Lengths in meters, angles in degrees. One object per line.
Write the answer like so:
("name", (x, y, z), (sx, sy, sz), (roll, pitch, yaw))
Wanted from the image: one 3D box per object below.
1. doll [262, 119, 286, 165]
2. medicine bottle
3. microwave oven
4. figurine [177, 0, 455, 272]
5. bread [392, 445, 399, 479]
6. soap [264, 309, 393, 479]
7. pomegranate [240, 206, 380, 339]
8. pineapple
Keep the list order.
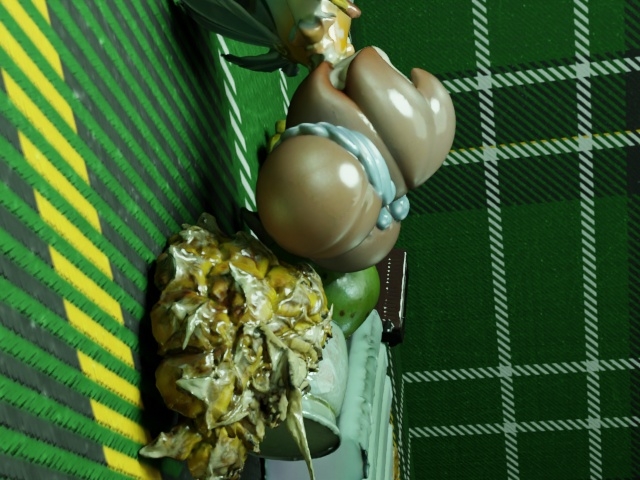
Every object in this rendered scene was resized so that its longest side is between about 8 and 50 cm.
("doll", (-0.040, -0.130, 1.261), (0.209, 0.097, 0.137), (-44, 134, -71))
("medicine bottle", (-0.042, 0.173, 0.912), (0.147, 0.147, 0.143), (72, 18, -52))
("microwave oven", (0.089, 0.120, 1.621), (0.247, 0.188, 0.178), (65, 27, -74))
("figurine", (-0.008, -0.173, 0.864), (0.388, 0.248, 0.277), (57, 9, 13))
("bread", (0.076, 0.464, 1.468), (0.158, 0.143, 0.149), (74, 21, -47))
("soap", (0.023, 0.322, 1.185), (0.446, 0.156, 0.261), (-77, 159, -64))
("pomegranate", (-0.028, 0.039, 1.038), (0.225, 0.187, 0.187), (58, 6, 10))
("pineapple", (-0.074, 0.073, 0.739), (0.334, 0.158, 0.161), (-84, 165, -48))
